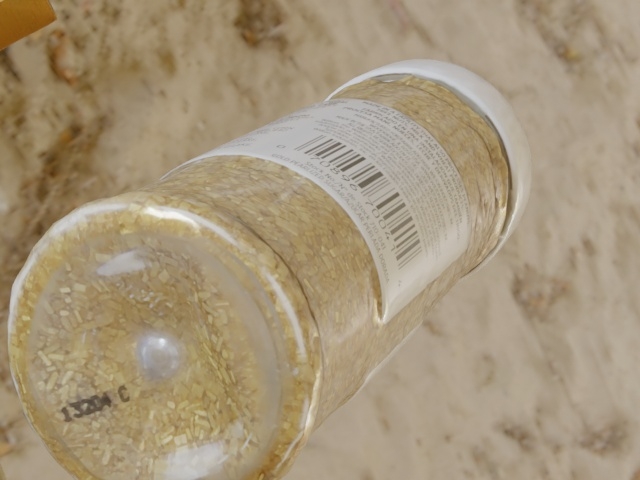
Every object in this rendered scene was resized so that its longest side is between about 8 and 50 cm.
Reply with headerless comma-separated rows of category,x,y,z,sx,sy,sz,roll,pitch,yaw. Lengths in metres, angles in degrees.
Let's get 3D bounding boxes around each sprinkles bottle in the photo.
sprinkles bottle,0.000,0.000,0.676,0.121,0.121,0.355,60,24,-2

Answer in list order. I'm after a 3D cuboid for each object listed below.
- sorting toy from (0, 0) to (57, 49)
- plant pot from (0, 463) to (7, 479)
sorting toy,-0.268,-0.061,0.618,0.229,0.307,0.041,52,-11,53
plant pot,-0.459,0.164,1.251,0.334,0.334,0.305,-71,157,-45
